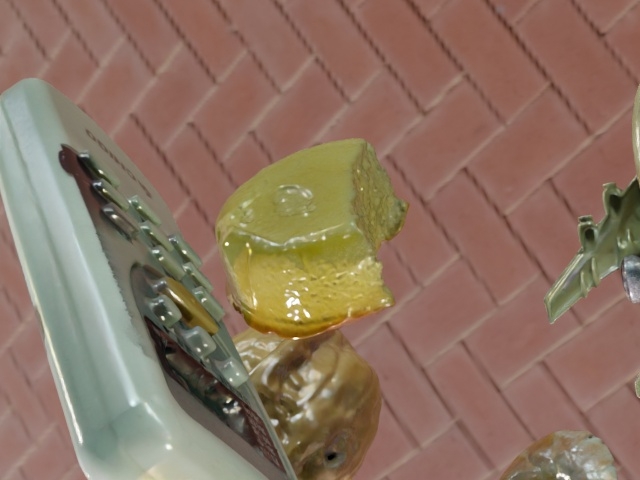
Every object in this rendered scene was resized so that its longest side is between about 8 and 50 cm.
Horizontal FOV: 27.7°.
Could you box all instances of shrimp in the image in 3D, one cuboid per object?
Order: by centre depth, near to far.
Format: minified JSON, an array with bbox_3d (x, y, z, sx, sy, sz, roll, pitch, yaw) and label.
[{"bbox_3d":[0.158,0.263,1.045,0.251,0.052,0.143,-63,24,-7],"label":"shrimp"}]

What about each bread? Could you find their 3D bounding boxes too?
[{"bbox_3d":[-0.010,0.000,0.872,0.125,0.156,0.086,-7,123,13],"label":"bread"}]

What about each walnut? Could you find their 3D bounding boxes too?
[{"bbox_3d":[-0.046,0.186,1.313,0.198,0.245,0.198,32,151,20],"label":"walnut"}]

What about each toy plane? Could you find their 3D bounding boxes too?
[{"bbox_3d":[0.291,-0.007,1.057,0.242,0.104,0.256,-12,94,22],"label":"toy plane"}]

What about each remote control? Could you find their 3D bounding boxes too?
[{"bbox_3d":[-0.088,0.032,0.630,0.056,0.140,0.296,-36,41,5],"label":"remote control"}]
